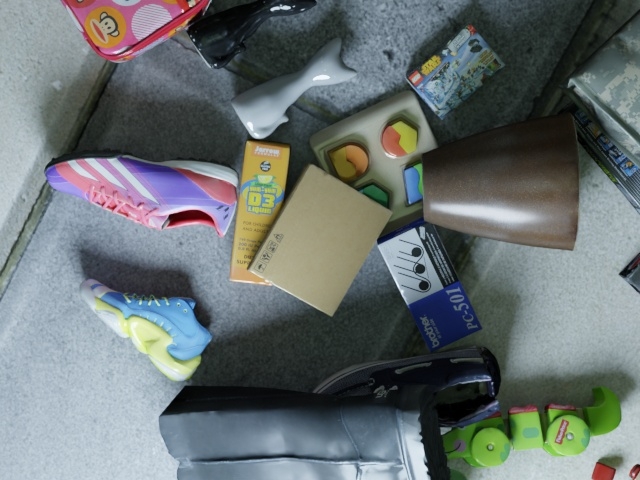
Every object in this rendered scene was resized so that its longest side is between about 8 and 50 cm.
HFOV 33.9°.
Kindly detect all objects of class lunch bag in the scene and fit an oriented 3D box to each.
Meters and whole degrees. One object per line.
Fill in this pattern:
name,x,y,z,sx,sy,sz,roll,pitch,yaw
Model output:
lunch bag,-0.305,-0.455,1.667,0.258,0.120,0.293,-32,96,1
lunch bag,0.547,-0.215,1.574,0.235,0.169,0.287,-44,88,6

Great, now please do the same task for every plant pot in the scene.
plant pot,0.276,-0.089,1.643,0.230,0.215,0.215,-1,97,7

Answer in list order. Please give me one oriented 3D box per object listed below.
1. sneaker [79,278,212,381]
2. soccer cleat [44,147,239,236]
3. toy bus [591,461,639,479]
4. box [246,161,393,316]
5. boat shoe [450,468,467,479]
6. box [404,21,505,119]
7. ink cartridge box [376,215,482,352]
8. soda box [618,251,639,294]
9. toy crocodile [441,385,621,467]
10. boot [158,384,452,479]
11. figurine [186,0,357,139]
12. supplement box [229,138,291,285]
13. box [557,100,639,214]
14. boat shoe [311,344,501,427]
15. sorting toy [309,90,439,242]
sneaker,-0.283,0.122,1.758,0.240,0.091,0.126,42,78,-3
soccer cleat,-0.294,-0.075,1.699,0.318,0.108,0.116,5,72,0
toy bus,0.549,0.458,1.748,0.202,0.104,0.191,-20,64,34
box,0.000,0.000,1.697,0.164,0.021,0.201,30,90,-16
boat shoe,0.134,0.410,1.769,0.226,0.083,0.075,16,137,13
box,0.218,-0.276,1.708,0.137,0.027,0.094,-40,95,6
ink cartridge box,0.180,0.072,1.731,0.097,0.046,0.207,-26,103,5
soda box,0.576,0.095,1.727,0.169,0.053,0.060,43,97,-4
toy crocodile,0.329,0.314,1.735,0.341,0.115,0.105,-9,78,1
boot,-0.018,0.407,1.684,0.445,0.146,0.367,-6,100,20
figurine,-0.072,-0.302,1.691,0.209,0.092,0.215,-32,96,1
supplement box,-0.099,-0.048,1.723,0.078,0.080,0.233,7,95,-1
box,0.551,-0.173,1.692,0.216,0.060,0.270,-40,94,7
boat shoe,0.133,0.259,1.710,0.341,0.158,0.127,-19,96,4
sorting toy,0.106,-0.116,1.726,0.193,0.038,0.208,-25,95,5
